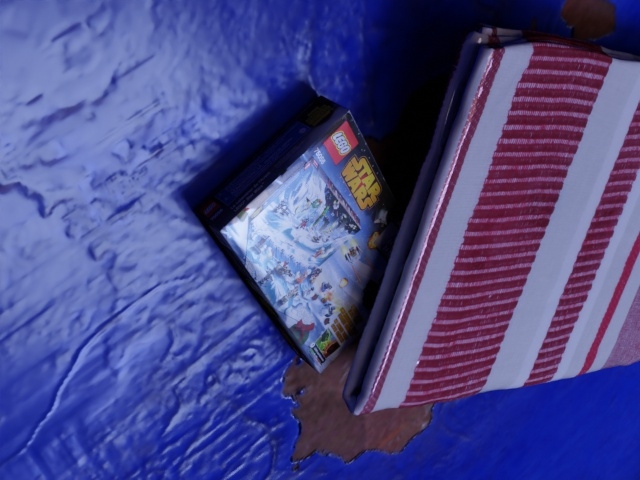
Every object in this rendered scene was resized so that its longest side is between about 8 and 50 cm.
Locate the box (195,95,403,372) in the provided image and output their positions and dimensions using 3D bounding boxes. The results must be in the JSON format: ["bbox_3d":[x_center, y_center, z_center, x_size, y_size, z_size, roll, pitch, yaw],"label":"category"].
[{"bbox_3d":[0.000,0.000,0.632,0.094,0.027,0.137,-43,136,-13],"label":"box"}]

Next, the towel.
[{"bbox_3d":[0.158,-0.010,0.743,0.329,0.037,0.237,-2,116,-46],"label":"towel"}]
